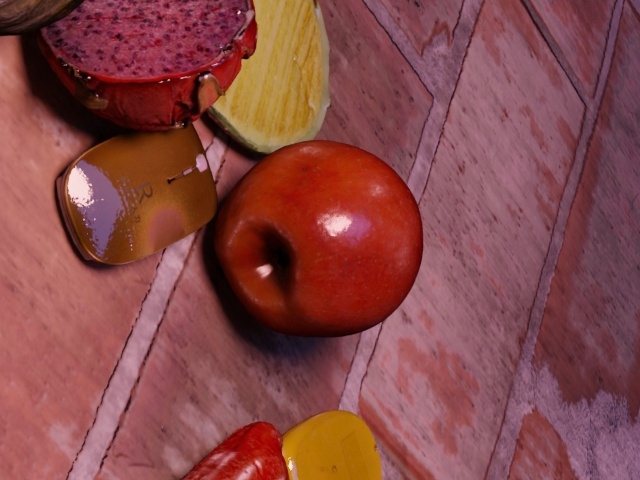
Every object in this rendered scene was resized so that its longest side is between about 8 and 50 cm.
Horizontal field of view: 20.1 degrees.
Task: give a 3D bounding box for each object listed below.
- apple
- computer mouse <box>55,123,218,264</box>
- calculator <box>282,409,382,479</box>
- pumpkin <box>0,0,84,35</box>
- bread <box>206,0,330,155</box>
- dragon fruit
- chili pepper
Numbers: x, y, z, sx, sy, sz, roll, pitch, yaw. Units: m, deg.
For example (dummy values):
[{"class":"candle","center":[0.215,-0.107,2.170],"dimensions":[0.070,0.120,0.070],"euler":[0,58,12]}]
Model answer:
[{"class":"apple","center":[0.000,0.000,1.951],"dimensions":[0.201,0.218,0.218],"euler":[-30,104,-50]},{"class":"computer mouse","center":[-0.176,-0.057,1.859],"dimensions":[0.245,0.056,0.126],"euler":[-30,105,-57]},{"class":"calculator","center":[0.003,0.272,2.027],"dimensions":[0.235,0.032,0.146],"euler":[-29,103,-57]},{"class":"pumpkin","center":[-0.305,-0.347,1.633],"dimensions":[0.320,0.192,0.320],"euler":[21,66,-59]},{"class":"bread","center":[-0.087,-0.239,2.060],"dimensions":[0.301,0.045,0.301],"euler":[28,54,-48]},{"class":"dragon fruit","center":[-0.172,-0.176,1.817],"dimensions":[0.148,0.218,0.223],"euler":[94,-22,-47]},{"class":"chili pepper","center":[-0.082,0.278,1.842],"dimensions":[0.144,0.136,0.252],"euler":[44,30,0]}]
